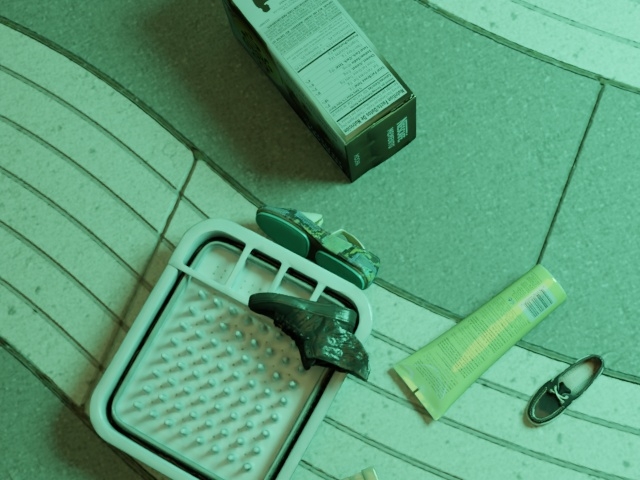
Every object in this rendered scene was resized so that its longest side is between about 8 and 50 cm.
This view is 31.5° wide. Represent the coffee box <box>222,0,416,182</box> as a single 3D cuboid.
[{"bbox_3d":[-0.002,-0.244,1.555,0.119,0.168,0.297,-36,76,-6],"label":"coffee box"}]

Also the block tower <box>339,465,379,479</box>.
[{"bbox_3d":[-0.069,0.395,1.429,0.336,0.091,0.097,-22,74,-1],"label":"block tower"}]

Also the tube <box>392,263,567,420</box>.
[{"bbox_3d":[0.215,0.127,1.502,0.240,0.062,0.070,-39,32,-2],"label":"tube"}]

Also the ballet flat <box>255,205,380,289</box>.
[{"bbox_3d":[0.000,0.000,1.552,0.188,0.070,0.070,35,80,10],"label":"ballet flat"}]

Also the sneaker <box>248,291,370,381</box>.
[{"bbox_3d":[-0.015,0.123,1.445,0.170,0.051,0.089,10,72,3],"label":"sneaker"}]

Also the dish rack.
[{"bbox_3d":[-0.115,0.166,1.503,0.286,0.072,0.332,27,79,10],"label":"dish rack"}]

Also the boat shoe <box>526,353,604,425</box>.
[{"bbox_3d":[0.321,0.194,1.481,0.125,0.038,0.046,-36,76,-6],"label":"boat shoe"}]
